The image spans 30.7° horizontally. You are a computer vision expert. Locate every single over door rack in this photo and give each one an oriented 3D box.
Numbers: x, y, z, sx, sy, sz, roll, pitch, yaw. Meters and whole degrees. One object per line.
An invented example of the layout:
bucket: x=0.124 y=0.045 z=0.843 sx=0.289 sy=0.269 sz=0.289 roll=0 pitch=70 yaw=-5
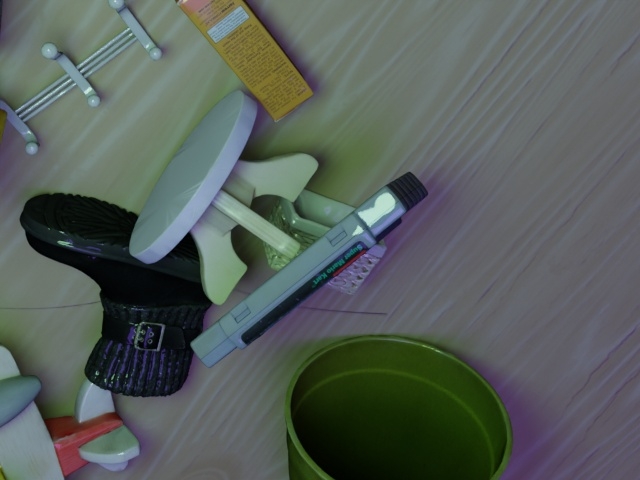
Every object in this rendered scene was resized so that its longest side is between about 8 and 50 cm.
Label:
over door rack: x=-0.389 y=-0.295 z=1.532 sx=0.239 sy=0.108 sz=0.324 roll=-37 pitch=121 yaw=-1

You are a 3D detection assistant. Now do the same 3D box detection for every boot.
boot: x=-0.320 y=0.094 z=1.766 sx=0.348 sy=0.131 sz=0.260 roll=20 pitch=112 yaw=-24

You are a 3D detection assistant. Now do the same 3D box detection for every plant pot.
plant pot: x=0.101 y=0.412 z=1.954 sx=0.367 sy=0.366 sz=0.353 roll=-1 pitch=130 yaw=-14

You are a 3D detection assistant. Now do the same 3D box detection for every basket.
basket: x=0.000 y=0.000 z=1.810 sx=0.167 sy=0.113 sz=0.103 roll=20 pitch=115 yaw=-23

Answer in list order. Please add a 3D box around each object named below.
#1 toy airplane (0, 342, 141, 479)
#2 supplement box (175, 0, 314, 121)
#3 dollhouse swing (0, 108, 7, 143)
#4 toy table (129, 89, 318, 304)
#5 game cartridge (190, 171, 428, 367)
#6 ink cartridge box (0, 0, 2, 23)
toy airplane: x=-0.463 y=0.369 z=1.799 sx=0.386 sy=0.272 sz=0.384 roll=31 pitch=106 yaw=-27
supplement box: x=-0.107 y=-0.279 z=1.644 sx=0.080 sy=0.078 sz=0.233 roll=-38 pitch=120 yaw=8
dollhouse swing: x=-0.621 y=-0.081 z=1.447 sx=0.347 sy=0.315 sz=0.305 roll=25 pitch=121 yaw=-24
toy table: x=-0.131 y=-0.055 z=1.661 sx=0.161 sy=0.252 sz=0.274 roll=35 pitch=100 yaw=-25
game cartridge: x=-0.009 y=0.041 z=1.636 sx=0.355 sy=0.230 sz=0.068 roll=-39 pitch=92 yaw=15
ink cartridge box: x=-0.428 y=-0.306 z=1.398 sx=0.087 sy=0.153 sz=0.208 roll=5 pitch=103 yaw=-12
